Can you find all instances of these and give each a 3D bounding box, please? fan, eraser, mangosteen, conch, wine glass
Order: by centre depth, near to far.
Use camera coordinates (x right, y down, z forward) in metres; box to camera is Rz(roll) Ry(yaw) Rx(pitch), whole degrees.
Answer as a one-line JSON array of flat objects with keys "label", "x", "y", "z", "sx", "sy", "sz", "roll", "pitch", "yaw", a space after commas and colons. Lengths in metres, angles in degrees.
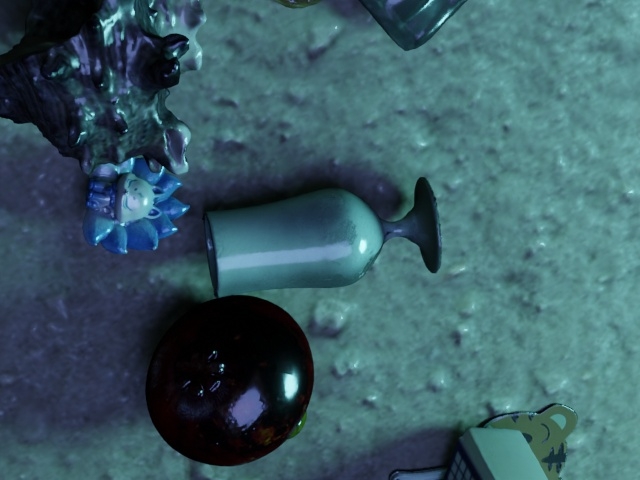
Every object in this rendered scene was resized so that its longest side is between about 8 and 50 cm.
[{"label": "conch", "x": -0.172, "y": -0.174, "z": 1.491, "sx": 0.186, "sy": 0.313, "sz": 0.240, "roll": 20, "pitch": 105, "yaw": -3}, {"label": "wine glass", "x": 0.000, "y": 0.000, "z": 1.747, "sx": 0.231, "sy": 0.103, "sz": 0.103, "roll": -9, "pitch": 120, "yaw": -9}, {"label": "mangosteen", "x": -0.083, "y": 0.149, "z": 1.777, "sx": 0.200, "sy": 0.200, "sz": 0.200, "roll": -7, "pitch": 120, "yaw": -13}, {"label": "eraser", "x": 0.176, "y": 0.359, "z": 1.975, "sx": 0.081, "sy": 0.124, "sz": 0.279, "roll": 4, "pitch": 121, "yaw": -21}, {"label": "fan", "x": 0.188, "y": 0.262, "z": 2.002, "sx": 0.227, "sy": 0.008, "sz": 0.152, "roll": -5, "pitch": 120, "yaw": -16}]

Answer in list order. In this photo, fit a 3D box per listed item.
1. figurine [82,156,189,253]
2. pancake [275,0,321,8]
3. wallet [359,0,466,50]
[{"label": "figurine", "x": -0.178, "y": -0.037, "z": 1.683, "sx": 0.114, "sy": 0.114, "sz": 0.079, "roll": 5, "pitch": 161, "yaw": -16}, {"label": "pancake", "x": -0.017, "y": -0.274, "z": 1.643, "sx": 0.115, "sy": 0.011, "sz": 0.115, "roll": -7, "pitch": 118, "yaw": -13}, {"label": "wallet", "x": 0.131, "y": -0.360, "z": 1.619, "sx": 0.323, "sy": 0.041, "sz": 0.247, "roll": -44, "pitch": 125, "yaw": 3}]
